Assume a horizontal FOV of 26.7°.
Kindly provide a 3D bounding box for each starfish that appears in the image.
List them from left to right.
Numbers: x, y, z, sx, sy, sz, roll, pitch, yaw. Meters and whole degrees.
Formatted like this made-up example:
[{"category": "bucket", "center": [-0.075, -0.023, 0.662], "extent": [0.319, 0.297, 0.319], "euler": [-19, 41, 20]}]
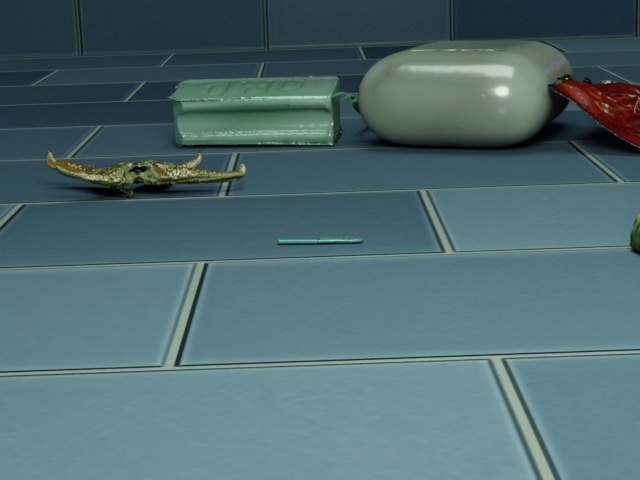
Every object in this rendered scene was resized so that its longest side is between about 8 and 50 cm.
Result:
[{"category": "starfish", "center": [-0.226, -0.087, 1.742], "extent": [0.247, 0.050, 0.138], "euler": [2, 11, -14]}]

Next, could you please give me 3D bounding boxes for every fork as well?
[{"category": "fork", "center": [0.059, -0.209, 2.112], "extent": [0.039, 0.021, 0.235], "euler": [23, 2, 13]}]

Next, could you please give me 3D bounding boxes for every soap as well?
[{"category": "soap", "center": [-0.100, -0.202, 2.100], "extent": [0.261, 0.094, 0.150], "euler": [1, 14, 6]}]

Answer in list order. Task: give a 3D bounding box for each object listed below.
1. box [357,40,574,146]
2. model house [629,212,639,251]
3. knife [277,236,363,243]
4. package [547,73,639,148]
[{"category": "box", "center": [0.228, -0.230, 2.066], "extent": [0.288, 0.141, 0.349], "euler": [4, 15, 20]}, {"category": "model house", "center": [0.474, -0.113, 1.280], "extent": [0.321, 0.266, 0.261], "euler": [-5, 10, -14]}, {"category": "knife", "center": [0.000, 0.000, 1.417], "extent": [0.091, 0.005, 0.014], "euler": [0, 15, 6]}, {"category": "package", "center": [0.445, -0.197, 1.988], "extent": [0.194, 0.071, 0.269], "euler": [24, 15, 18]}]
